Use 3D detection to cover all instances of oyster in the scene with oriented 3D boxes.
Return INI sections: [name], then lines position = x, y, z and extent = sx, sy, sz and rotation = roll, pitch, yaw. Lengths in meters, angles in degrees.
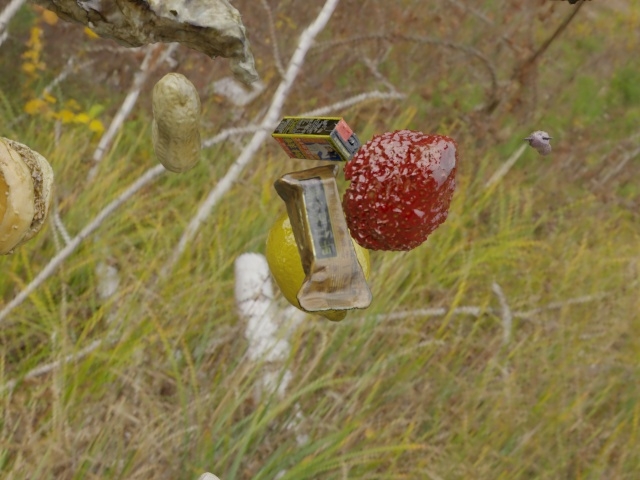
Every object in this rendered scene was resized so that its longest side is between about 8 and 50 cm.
[oyster]
position = -0.246, -0.387, 1.466
extent = 0.396, 0.204, 0.111
rotation = 19, -8, -24

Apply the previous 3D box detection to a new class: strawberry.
[strawberry]
position = 0.180, -0.101, 2.033
extent = 0.257, 0.261, 0.261
rotation = 9, 18, 33

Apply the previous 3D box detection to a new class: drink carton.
[drink carton]
position = -0.007, -0.188, 1.832
extent = 0.071, 0.165, 0.056
rotation = 47, 65, -36

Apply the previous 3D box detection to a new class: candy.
[candy]
position = 0.000, 0.000, 1.779
extent = 0.143, 0.101, 0.272
rotation = -9, 76, -20

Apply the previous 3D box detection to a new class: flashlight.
[flashlight]
position = 0.374, -0.166, 1.691
extent = 0.110, 0.052, 0.031
rotation = 18, 71, -69

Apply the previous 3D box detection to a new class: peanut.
[peanut]
position = -0.316, -0.261, 2.194
extent = 0.111, 0.275, 0.125
rotation = -15, 58, -19

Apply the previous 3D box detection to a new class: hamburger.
[hamburger]
position = -0.536, -0.077, 1.617
extent = 0.213, 0.214, 0.108
rotation = 41, 18, 12

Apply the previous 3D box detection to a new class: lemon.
[lemon]
position = -0.003, 0.048, 2.441
extent = 0.245, 0.245, 0.320
rotation = -31, 101, -55

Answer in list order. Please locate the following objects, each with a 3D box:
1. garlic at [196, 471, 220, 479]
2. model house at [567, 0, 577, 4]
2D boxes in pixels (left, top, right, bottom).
[garlic]
position = -0.176, 0.464, 1.592
extent = 0.099, 0.124, 0.175
rotation = 6, 51, -57
[model house]
position = 0.413, -0.545, 1.519
extent = 0.243, 0.284, 0.298
rotation = 49, -8, -22
